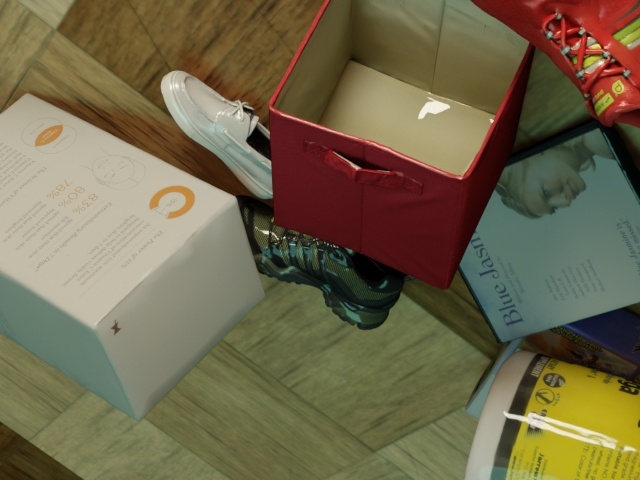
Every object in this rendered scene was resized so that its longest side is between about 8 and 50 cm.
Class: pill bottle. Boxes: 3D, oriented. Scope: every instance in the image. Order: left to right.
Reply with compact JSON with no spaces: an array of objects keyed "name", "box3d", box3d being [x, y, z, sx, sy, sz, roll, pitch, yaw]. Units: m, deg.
[{"name":"pill bottle","box3d":[0.329,0.242,1.431,0.334,0.188,0.188,16,143,18]}]

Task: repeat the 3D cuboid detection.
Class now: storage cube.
[{"name":"storage cube","box3d":[0.075,-0.104,1.276,0.184,0.215,0.193,21,151,12]}]

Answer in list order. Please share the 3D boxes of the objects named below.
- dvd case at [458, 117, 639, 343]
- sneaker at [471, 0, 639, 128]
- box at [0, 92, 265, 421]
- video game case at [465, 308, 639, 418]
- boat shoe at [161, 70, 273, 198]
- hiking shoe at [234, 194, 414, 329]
[{"name":"dvd case","box3d":[0.226,-0.004,1.394,0.253,0.022,0.180,-24,98,49]},{"name":"sneaker","box3d":[0.228,-0.154,1.129,0.279,0.118,0.107,25,144,-24]},{"name":"box","box3d":[-0.269,0.010,1.581,0.345,0.215,0.168,27,148,33]},{"name":"video game case","box3d":[0.324,0.177,1.567,0.269,0.061,0.244,28,145,3]},{"name":"boat shoe","box3d":[-0.090,-0.117,1.501,0.063,0.066,0.184,-26,116,34]},{"name":"hiking shoe","box3d":[0.000,0.000,1.580,0.227,0.086,0.114,31,129,-7]}]
